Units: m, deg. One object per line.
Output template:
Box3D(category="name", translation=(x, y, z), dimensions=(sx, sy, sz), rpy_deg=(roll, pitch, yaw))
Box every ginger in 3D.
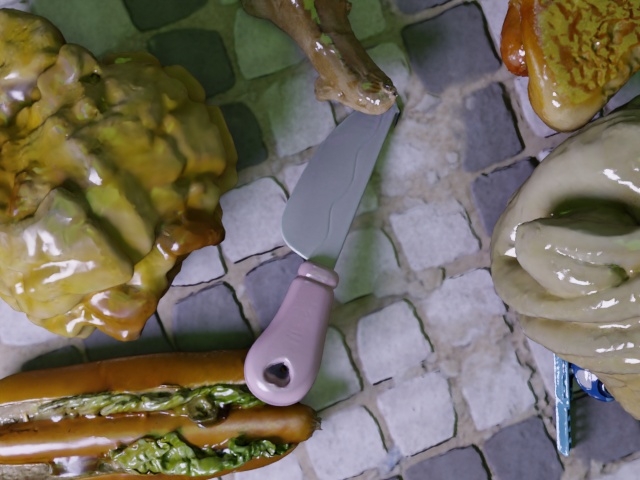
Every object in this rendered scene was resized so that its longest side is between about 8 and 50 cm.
Box3D(category="ginger", translation=(-0.024, -0.268, 1.342), dimensions=(0.148, 0.081, 0.334), rpy_deg=(-27, 92, 3))

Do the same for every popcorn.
Box3D(category="popcorn", translation=(-0.217, -0.071, 1.280), dimensions=(0.265, 0.225, 0.332), rpy_deg=(-26, 81, 4))

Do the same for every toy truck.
Box3D(category="toy truck", translation=(0.274, 0.149, 1.383), dimensions=(0.074, 0.063, 0.136), rpy_deg=(-2, 94, 17))

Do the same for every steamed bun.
Box3D(category="steamed bun", translation=(0.345, 0.001, 1.251), dimensions=(0.372, 0.230, 0.325), rpy_deg=(32, 75, 22))

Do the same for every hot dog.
Box3D(category="hot dog", translation=(-0.167, 0.179, 1.342), dimensions=(0.337, 0.100, 0.135), rpy_deg=(-5, 91, -2))
Box3D(category="hot dog", translation=(0.269, -0.236, 1.316), dimensions=(0.153, 0.150, 0.257), rpy_deg=(43, 91, 5))

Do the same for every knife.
Box3D(category="knife", translation=(-0.003, 0.000, 1.346), dimensions=(0.081, 0.043, 0.336), rpy_deg=(18, 72, -1))
